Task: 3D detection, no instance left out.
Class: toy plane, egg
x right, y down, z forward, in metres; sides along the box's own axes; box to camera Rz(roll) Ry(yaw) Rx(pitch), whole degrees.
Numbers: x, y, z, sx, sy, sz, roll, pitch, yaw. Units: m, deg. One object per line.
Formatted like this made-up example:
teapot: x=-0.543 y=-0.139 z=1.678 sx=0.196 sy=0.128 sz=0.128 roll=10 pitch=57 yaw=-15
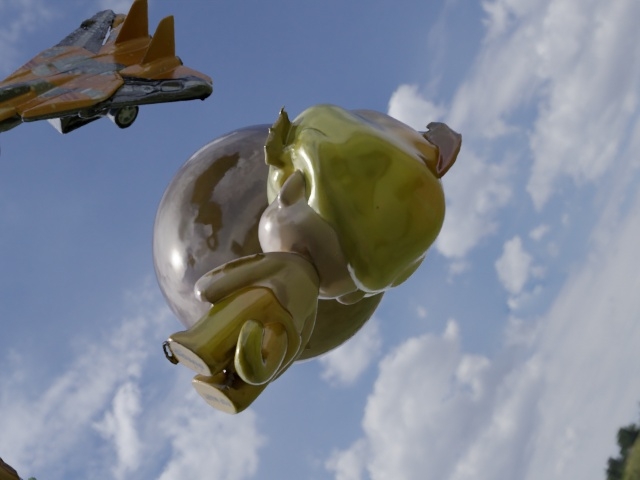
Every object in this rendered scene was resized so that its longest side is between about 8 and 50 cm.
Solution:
toy plane: x=-0.291 y=-0.157 z=1.063 sx=0.316 sy=0.204 sz=0.103 roll=-36 pitch=-30 yaw=-27
egg: x=-0.061 y=0.003 z=1.207 sx=0.301 sy=0.301 sz=0.374 roll=-64 pitch=12 yaw=0

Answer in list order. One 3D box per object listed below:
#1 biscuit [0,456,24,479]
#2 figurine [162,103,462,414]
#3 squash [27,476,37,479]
biscuit: x=-0.221 y=0.171 z=0.438 sx=0.334 sy=0.289 sz=0.081 roll=47 pitch=-145 yaw=-20
figurine: x=0.000 y=0.000 z=0.613 sx=0.246 sy=0.131 sz=0.156 roll=-55 pitch=-48 yaw=-30
squash: x=-0.478 y=0.446 z=1.643 sx=0.027 sy=0.089 sz=0.027 roll=-31 pitch=-2 yaw=-1
